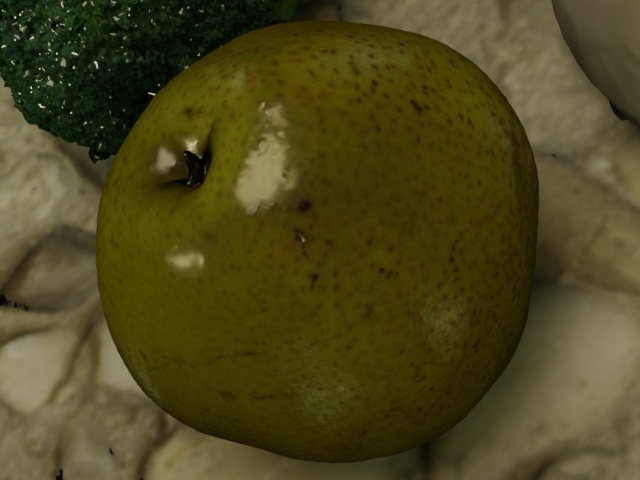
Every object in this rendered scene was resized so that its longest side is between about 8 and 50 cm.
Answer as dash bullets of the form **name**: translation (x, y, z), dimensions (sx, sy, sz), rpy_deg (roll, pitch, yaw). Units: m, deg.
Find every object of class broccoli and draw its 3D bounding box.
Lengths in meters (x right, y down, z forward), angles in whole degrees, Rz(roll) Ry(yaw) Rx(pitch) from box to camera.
- **broccoli**: translation (-0.071, -0.184, 0.982), dimensions (0.269, 0.269, 0.254), rpy_deg (-43, 57, -5)

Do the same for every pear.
- **pear**: translation (0.000, -0.001, 0.840), dimensions (0.198, 0.198, 0.198), rpy_deg (-12, 56, 18)

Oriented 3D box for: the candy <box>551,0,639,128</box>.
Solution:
- **candy**: translation (0.292, -0.225, 0.858), dimensions (0.386, 0.186, 0.427), rpy_deg (3, 58, 31)
